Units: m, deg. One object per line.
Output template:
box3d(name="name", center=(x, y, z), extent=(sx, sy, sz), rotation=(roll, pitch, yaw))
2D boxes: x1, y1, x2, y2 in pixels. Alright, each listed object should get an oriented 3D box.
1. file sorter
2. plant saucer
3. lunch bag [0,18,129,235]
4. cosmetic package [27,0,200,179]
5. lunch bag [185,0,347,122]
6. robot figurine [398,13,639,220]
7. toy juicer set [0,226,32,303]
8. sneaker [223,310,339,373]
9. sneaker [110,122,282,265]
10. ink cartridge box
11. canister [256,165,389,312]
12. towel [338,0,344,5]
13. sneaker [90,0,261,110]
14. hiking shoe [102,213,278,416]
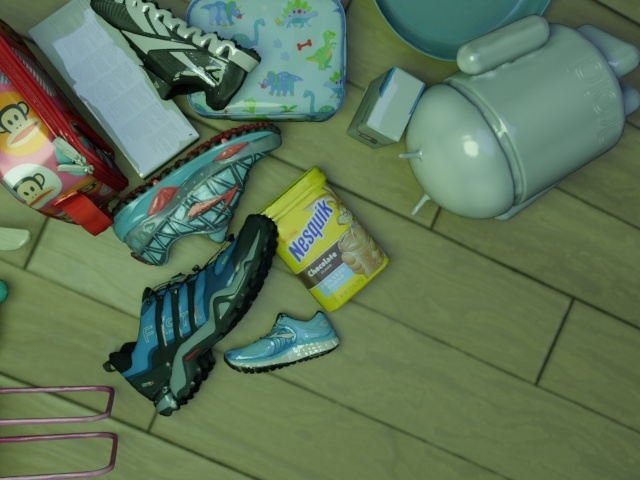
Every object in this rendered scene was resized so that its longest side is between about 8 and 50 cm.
box3d(name="file sorter", center=(-0.349, 0.337, 0.966), extent=(0.182, 0.202, 0.291), rotation=(1, 90, -12))
box3d(name="plant saucer", center=(0.199, -0.413, 1.083), extent=(0.317, 0.044, 0.318), rotation=(-6, 109, -17))
box3d(name="lunch bag", center=(-0.332, -0.117, 0.910), extent=(0.120, 0.293, 0.258), rotation=(-38, 92, -6))
box3d(name="cosmetic package", center=(-0.273, -0.205, 1.040), extent=(0.099, 0.060, 0.239), rotation=(-37, 96, -5))
box3d(name="lunch bag", center=(-0.072, -0.251, 1.053), extent=(0.219, 0.090, 0.176), rotation=(-1, 94, -3))
box3d(name="robot figurine", center=(0.263, -0.161, 1.056), extent=(0.353, 0.200, 0.300), rotation=(-31, 129, -7))
box3d(name="toy juicer set", center=(-0.517, 0.094, 1.002), extent=(0.209, 0.089, 0.329), rotation=(27, 90, 10))
box3d(name="sneaker", center=(-0.059, 0.141, 1.089), extent=(0.162, 0.063, 0.073), rotation=(-14, 75, -13))
box3d(name="sneaker", center=(-0.153, -0.061, 1.055), extent=(0.262, 0.104, 0.125), rotation=(-33, 106, 0))
box3d(name="ink cartridge box", center=(0.087, -0.180, 1.069), extent=(0.052, 0.122, 0.088), rotation=(26, 87, -12))
box3d(name="canister", center=(0.000, 0.000, 1.081), extent=(0.126, 0.073, 0.170), rotation=(-41, 98, -6))
box3d(name="towel", center=(-0.047, -0.408, 1.094), extent=(0.197, 0.029, 0.144), rotation=(20, 88, -12))
box3d(name="sneaker", center=(-0.198, -0.236, 0.973), extent=(0.234, 0.078, 0.106), rotation=(26, 95, 6))
box3d(name="hiking shoe", center=(-0.170, 0.083, 1.015), extent=(0.132, 0.113, 0.304), rotation=(33, 97, 5))
